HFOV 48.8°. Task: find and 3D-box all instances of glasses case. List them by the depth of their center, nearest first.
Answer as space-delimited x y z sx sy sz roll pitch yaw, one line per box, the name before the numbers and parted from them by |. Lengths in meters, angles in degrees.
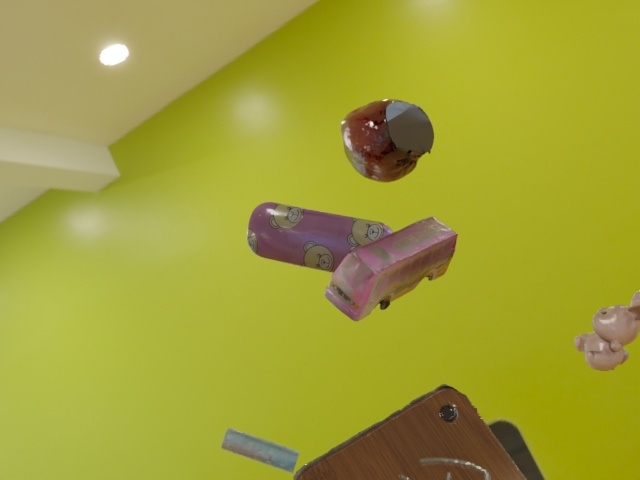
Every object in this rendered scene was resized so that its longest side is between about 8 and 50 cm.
glasses case | 0.000 0.000 1.467 0.316 0.123 0.076 11 4 12

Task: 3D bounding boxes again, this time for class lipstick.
lipstick | -0.124 0.434 1.458 0.158 0.048 0.048 17 -7 5

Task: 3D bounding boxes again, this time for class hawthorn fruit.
hawthorn fruit | 0.128 -0.236 1.592 0.189 0.189 0.251 -21 31 -33

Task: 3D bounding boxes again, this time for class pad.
pad | 0.147 0.363 0.924 0.284 0.286 0.018 -25 -27 -20

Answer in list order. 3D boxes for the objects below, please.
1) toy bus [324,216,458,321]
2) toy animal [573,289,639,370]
toy bus | 0.129 0.042 1.230 0.274 0.090 0.112 -22 -38 -46
toy animal | 0.650 0.180 1.551 0.124 0.124 0.212 -17 -47 -51
